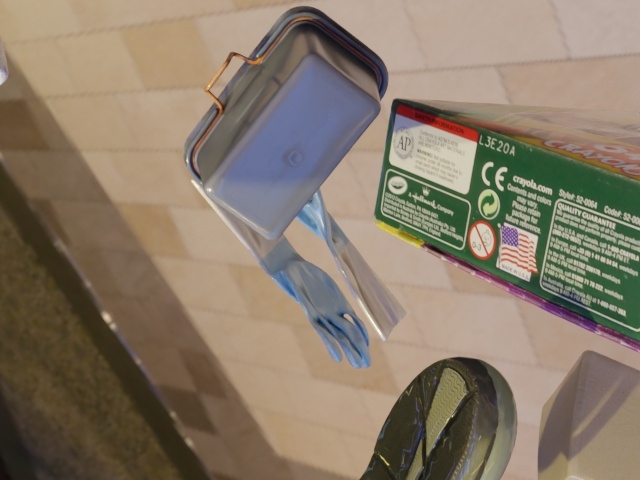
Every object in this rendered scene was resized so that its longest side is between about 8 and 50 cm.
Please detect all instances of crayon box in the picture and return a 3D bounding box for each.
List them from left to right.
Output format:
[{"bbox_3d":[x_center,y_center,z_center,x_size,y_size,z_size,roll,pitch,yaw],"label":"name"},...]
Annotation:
[{"bbox_3d":[0.271,-0.008,0.859,0.363,0.313,0.106,27,114,48],"label":"crayon box"}]

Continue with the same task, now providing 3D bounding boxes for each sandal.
[{"bbox_3d":[0.059,0.193,0.798,0.302,0.086,0.120,121,148,-41],"label":"sandal"}]

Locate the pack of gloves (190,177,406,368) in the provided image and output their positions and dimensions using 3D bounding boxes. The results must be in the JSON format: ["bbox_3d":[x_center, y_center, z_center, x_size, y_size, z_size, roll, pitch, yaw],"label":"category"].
[{"bbox_3d":[0.000,0.000,1.169,0.046,0.195,0.232,-37,94,22],"label":"pack of gloves"}]

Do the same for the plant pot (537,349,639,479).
[{"bbox_3d":[0.221,0.165,0.957,0.109,0.096,0.109,22,146,3],"label":"plant pot"}]

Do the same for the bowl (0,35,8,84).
[{"bbox_3d":[-0.238,-0.101,0.611,0.142,0.142,0.053,-13,75,42],"label":"bowl"}]

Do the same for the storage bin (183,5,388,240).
[{"bbox_3d":[-0.024,-0.070,0.774,0.098,0.135,0.091,36,-169,-14],"label":"storage bin"}]
